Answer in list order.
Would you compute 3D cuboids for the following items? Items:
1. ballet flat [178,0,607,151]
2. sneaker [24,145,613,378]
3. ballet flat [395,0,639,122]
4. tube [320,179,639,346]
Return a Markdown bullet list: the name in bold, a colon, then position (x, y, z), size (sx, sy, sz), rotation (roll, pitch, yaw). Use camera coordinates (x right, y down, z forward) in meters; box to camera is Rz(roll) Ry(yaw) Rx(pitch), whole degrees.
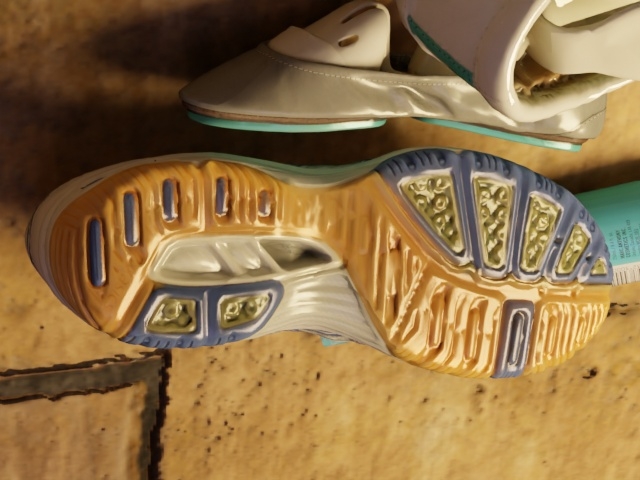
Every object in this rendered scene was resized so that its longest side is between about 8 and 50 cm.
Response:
- **ballet flat**: position (0.038, -0.084, 0.950), size (0.213, 0.072, 0.068), rotation (3, 105, -17)
- **sneaker**: position (0.000, 0.000, 0.984), size (0.296, 0.131, 0.112), rotation (8, 93, -24)
- **ballet flat**: position (0.232, -0.142, 0.868), size (0.400, 0.139, 0.139), rotation (-19, 135, -1)
- **tube**: position (0.094, 0.012, 1.060), size (0.207, 0.052, 0.080), rotation (-12, 130, 6)
